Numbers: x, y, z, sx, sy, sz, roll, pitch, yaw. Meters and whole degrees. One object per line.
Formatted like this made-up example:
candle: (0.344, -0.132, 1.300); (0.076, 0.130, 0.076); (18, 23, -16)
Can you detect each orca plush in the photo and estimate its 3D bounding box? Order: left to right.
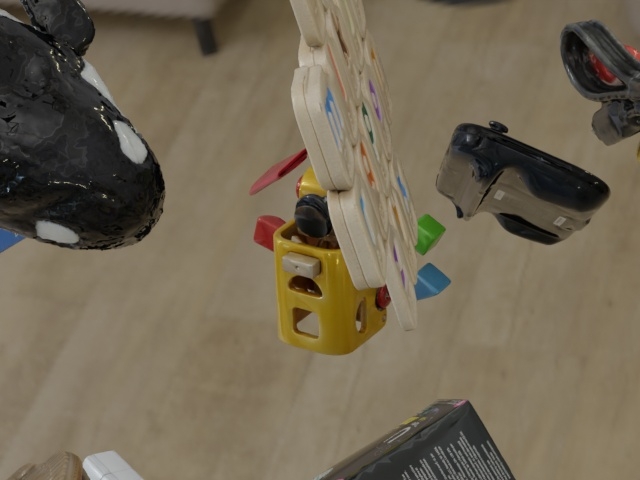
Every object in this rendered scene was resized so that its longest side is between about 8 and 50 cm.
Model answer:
orca plush: (-0.192, -0.101, 0.831); (0.151, 0.287, 0.102); (-38, 5, -10)

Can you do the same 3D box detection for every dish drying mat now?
dish drying mat: (-0.030, -0.048, 1.194); (0.032, 0.008, 0.083); (-42, 7, -17)

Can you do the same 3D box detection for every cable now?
cable: (0.250, -0.117, 1.240); (0.072, 0.139, 0.287); (-26, 2, -6)

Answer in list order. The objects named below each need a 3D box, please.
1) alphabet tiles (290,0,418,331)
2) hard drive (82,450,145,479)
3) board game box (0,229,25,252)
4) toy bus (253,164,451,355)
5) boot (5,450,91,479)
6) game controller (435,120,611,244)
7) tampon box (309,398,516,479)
alphabet tiles: (0.018, -0.092, 1.101); (0.021, 0.278, 0.284); (-13, 28, 11)
hard drive: (-0.124, 0.378, 1.495); (0.047, 0.233, 0.353); (-7, 30, -41)
board game box: (-0.284, -0.023, 1.114); (0.210, 0.047, 0.160); (-1, 15, 18)
toy bus: (0.005, 0.012, 1.636); (0.202, 0.191, 0.104); (51, 40, 3)
boot: (-0.158, 0.260, 1.274); (0.090, 0.207, 0.248); (-42, 6, -10)
game controller: (0.207, -0.056, 1.756); (0.166, 0.319, 0.067); (15, 84, 2)
tampon box: (0.080, 0.229, 1.532); (0.161, 0.120, 0.101); (-31, 91, -12)
